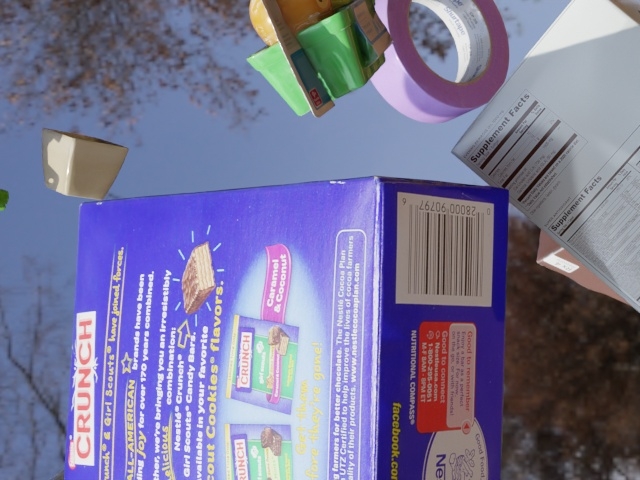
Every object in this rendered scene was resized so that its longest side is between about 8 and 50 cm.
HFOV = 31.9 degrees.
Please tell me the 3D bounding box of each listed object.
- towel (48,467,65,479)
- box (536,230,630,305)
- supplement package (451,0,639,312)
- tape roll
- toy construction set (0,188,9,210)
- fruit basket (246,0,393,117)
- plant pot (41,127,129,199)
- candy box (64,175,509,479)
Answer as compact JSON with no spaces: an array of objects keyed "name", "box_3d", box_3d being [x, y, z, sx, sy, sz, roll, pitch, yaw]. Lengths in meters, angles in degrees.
[{"name":"towel","box_3d":[-0.158,0.388,0.979,0.374,0.090,0.320,53,-177,-1]},{"name":"box","box_3d":[0.412,-0.052,1.491,0.169,0.167,0.203,23,-121,-17]},{"name":"supplement package","box_3d":[0.237,-0.065,0.811,0.203,0.149,0.194,42,-158,9]},{"name":"tape roll","box_3d":[0.199,-0.347,1.951,0.275,0.090,0.274,9,-107,-32]},{"name":"toy construction set","box_3d":[-0.562,-0.123,1.718,0.237,0.309,0.257,26,-88,-31]},{"name":"fruit basket","box_3d":[-0.030,-0.368,1.562,0.327,0.166,0.353,-55,-54,-67]},{"name":"plant pot","box_3d":[-0.398,-0.123,1.850,0.109,0.109,0.096,9,-82,-43]},{"name":"candy box","box_3d":[-0.038,0.100,0.724,0.122,0.317,0.268,5,-94,-43]}]
